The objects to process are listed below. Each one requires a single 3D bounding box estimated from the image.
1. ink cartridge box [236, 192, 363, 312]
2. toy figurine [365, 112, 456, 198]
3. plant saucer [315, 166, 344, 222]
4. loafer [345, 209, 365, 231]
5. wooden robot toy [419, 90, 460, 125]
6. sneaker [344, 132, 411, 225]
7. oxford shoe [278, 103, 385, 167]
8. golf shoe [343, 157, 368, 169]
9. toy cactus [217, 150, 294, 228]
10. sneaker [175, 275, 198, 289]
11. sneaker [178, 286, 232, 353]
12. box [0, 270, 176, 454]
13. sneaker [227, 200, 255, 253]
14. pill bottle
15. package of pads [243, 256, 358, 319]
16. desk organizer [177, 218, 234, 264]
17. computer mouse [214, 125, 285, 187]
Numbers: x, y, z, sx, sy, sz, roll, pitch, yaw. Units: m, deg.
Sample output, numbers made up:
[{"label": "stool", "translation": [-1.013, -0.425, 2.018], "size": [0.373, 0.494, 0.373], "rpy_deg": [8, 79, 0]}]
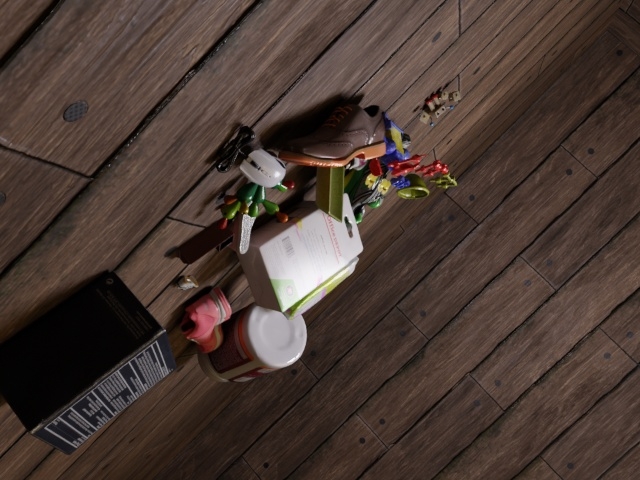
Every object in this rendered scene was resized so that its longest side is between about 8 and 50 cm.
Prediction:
[{"label": "ink cartridge box", "translation": [-0.051, 0.020, 1.736], "size": [0.119, 0.207, 0.353], "rpy_deg": [6, -149, 47]}, {"label": "toy figurine", "translation": [0.234, -0.258, 1.720], "size": [0.191, 0.217, 0.362], "rpy_deg": [-21, 164, 24]}, {"label": "plant saucer", "translation": [0.024, -0.150, 1.643], "size": [0.188, 0.045, 0.188], "rpy_deg": [25, 67, -76]}, {"label": "loafer", "translation": [0.063, -0.061, 2.103], "size": [0.251, 0.094, 0.087], "rpy_deg": [-39, -162, 30]}, {"label": "wooden robot toy", "translation": [0.362, -0.432, 1.972], "size": [0.173, 0.076, 0.079], "rpy_deg": [-41, -158, -15]}, {"label": "sneaker", "translation": [0.168, -0.191, 1.906], "size": [0.344, 0.146, 0.134], "rpy_deg": [-50, 166, 24]}, {"label": "oxford shoe", "translation": [0.029, -0.247, 1.419], "size": [0.363, 0.129, 0.133], "rpy_deg": [-24, 121, -53]}, {"label": "golf shoe", "translation": [0.081, -0.229, 1.672], "size": [0.086, 0.067, 0.186], "rpy_deg": [-58, 163, -9]}, {"label": "toy cactus", "translation": [-0.132, -0.112, 1.376], "size": [0.219, 0.112, 0.181], "rpy_deg": [-21, 145, -40]}, {"label": "sneaker", "translation": [-0.343, 0.110, 1.573], "size": [0.037, 0.032, 0.083], "rpy_deg": [-31, 164, 8]}, {"label": "sneaker", "translation": [-0.365, 0.251, 1.835], "size": [0.136, 0.116, 0.314], "rpy_deg": [-20, 153, -30]}, {"label": "box", "translation": [-0.478, 0.259, 1.270], "size": [0.294, 0.183, 0.296], "rpy_deg": [-39, 165, -24]}, {"label": "sneaker", "translation": [-0.202, -0.040, 1.492], "size": [0.051, 0.070, 0.135], "rpy_deg": [-5, 111, -57]}, {"label": "pill bottle", "translation": [-0.237, 0.337, 2.007], "size": [0.224, 0.224, 0.392], "rpy_deg": [-33, -179, -41]}, {"label": "package of pads", "translation": [-0.054, 0.079, 1.901], "size": [0.296, 0.229, 0.101], "rpy_deg": [-38, 166, -26]}, {"label": "desk organizer", "translation": [-0.266, 0.011, 1.430], "size": [0.130, 0.050, 0.047], "rpy_deg": [-38, 166, -25]}, {"label": "computer mouse", "translation": [-0.124, -0.152, 1.241], "size": [0.106, 0.042, 0.193], "rpy_deg": [-47, 147, 11]}]
